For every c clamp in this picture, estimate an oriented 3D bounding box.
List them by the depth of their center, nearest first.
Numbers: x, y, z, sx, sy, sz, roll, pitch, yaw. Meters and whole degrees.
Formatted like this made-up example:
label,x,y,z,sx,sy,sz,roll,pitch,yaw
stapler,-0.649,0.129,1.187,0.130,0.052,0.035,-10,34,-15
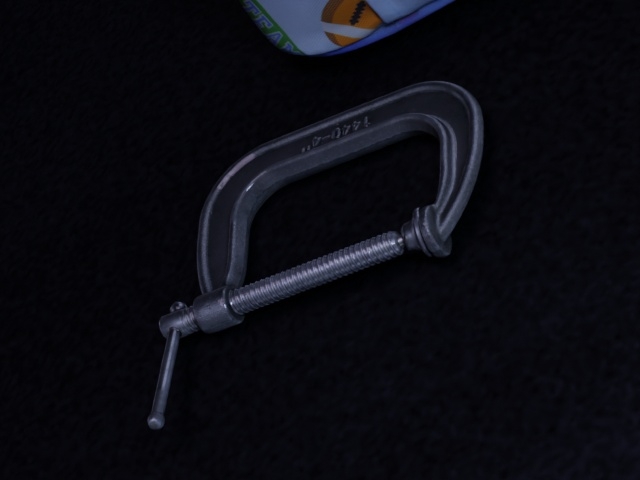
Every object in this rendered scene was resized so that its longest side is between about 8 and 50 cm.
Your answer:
label,x,y,z,sx,sy,sz,roll,pitch,yaw
c clamp,0.000,0.000,0.825,0.161,0.022,0.137,-25,40,21

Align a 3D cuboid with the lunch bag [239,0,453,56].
label,x,y,z,sx,sy,sz,roll,pitch,yaw
lunch bag,0.058,-0.230,0.898,0.303,0.115,0.243,-26,43,16
